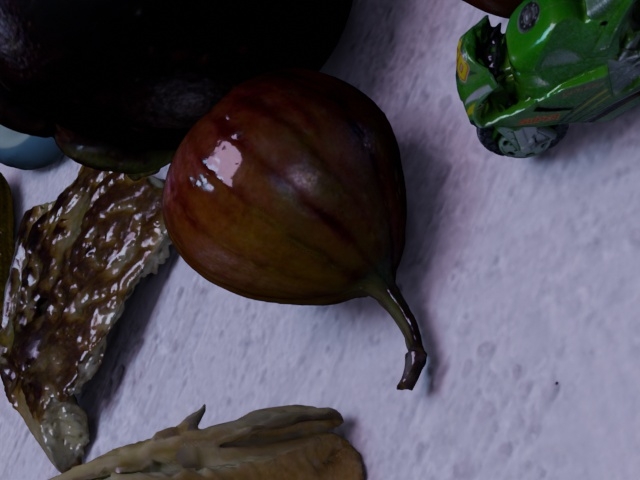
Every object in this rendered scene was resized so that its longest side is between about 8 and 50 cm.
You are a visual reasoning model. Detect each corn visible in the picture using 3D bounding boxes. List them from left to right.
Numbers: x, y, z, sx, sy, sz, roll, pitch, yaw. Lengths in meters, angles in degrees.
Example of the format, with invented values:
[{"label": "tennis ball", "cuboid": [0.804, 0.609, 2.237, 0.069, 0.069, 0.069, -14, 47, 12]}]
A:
[{"label": "corn", "cuboid": [-0.328, 0.004, 1.377, 0.068, 0.068, 0.207, -44, 39, 32]}]

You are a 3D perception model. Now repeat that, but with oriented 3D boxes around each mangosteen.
[{"label": "mangosteen", "cuboid": [-0.136, -0.193, 1.005, 0.313, 0.297, 0.297, -23, 53, 30]}]

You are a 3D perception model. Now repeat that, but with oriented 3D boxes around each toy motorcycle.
[{"label": "toy motorcycle", "cuboid": [0.136, -0.101, 0.745, 0.190, 0.106, 0.074, -35, 46, 42]}]

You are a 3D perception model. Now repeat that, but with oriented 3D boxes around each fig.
[{"label": "fig", "cuboid": [-0.004, -0.027, 0.882, 0.202, 0.148, 0.149, 14, 123, 23]}]

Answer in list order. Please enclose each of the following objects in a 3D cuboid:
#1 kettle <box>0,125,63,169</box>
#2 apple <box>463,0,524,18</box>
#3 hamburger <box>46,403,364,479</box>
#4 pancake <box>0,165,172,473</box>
[{"label": "kettle", "cuboid": [-0.295, -0.236, 1.350, 0.342, 0.247, 0.319, -39, 69, 48]}, {"label": "apple", "cuboid": [0.113, -0.196, 0.787, 0.147, 0.158, 0.156, -36, 43, 19]}, {"label": "hamburger", "cuboid": [-0.111, 0.231, 0.819, 0.162, 0.209, 0.330, -4, 67, 54]}, {"label": "pancake", "cuboid": [-0.207, 0.040, 1.200, 0.212, 0.056, 0.257, 24, 85, 49]}]
